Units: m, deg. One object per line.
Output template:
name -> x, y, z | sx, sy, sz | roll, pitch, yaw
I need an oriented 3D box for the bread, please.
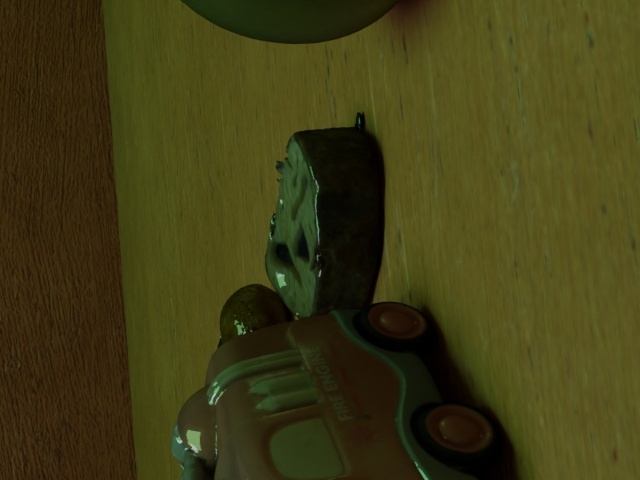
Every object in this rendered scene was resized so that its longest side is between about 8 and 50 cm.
bread -> -0.097, 0.218, 1.347 | 0.124, 0.084, 0.344 | -122, 33, -56

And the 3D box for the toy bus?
toy bus -> 0.001, 0.184, 0.817 | 0.287, 0.232, 0.194 | -115, 30, -52

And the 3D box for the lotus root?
lotus root -> 0.000, 0.000, 1.035 | 0.260, 0.074, 0.170 | 104, 152, -45

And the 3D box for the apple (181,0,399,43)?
apple -> -0.028, -0.294, 0.819 | 0.262, 0.262, 0.262 | 177, 90, -72
